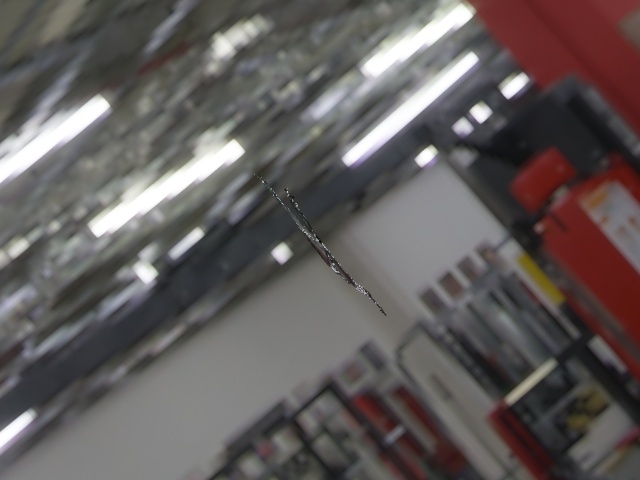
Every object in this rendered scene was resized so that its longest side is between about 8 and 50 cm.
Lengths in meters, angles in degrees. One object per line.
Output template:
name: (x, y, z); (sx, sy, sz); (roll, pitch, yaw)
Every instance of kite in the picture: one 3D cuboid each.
kite: (0.000, 0.000, 1.337); (0.005, 0.137, 0.152); (-42, -16, -4)
